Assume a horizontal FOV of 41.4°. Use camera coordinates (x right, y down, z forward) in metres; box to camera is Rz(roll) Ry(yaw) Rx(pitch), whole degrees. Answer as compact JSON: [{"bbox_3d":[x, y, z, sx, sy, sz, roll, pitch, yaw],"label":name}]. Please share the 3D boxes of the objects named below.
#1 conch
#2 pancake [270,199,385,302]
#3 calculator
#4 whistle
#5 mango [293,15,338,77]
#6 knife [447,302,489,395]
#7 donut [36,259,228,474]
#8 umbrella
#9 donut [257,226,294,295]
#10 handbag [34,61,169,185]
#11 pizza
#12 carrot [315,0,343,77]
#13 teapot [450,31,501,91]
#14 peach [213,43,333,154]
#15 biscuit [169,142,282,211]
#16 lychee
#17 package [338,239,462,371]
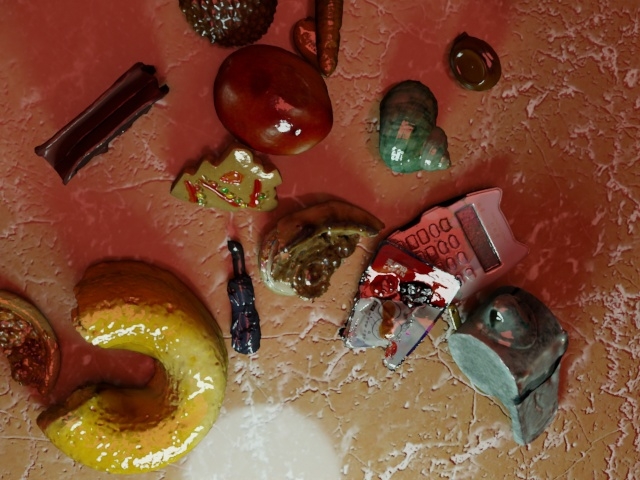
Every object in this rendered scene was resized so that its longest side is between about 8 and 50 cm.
[{"bbox_3d":[0.192,-0.224,1.738,0.176,0.122,0.188,-39,109,-24],"label":"conch"},{"bbox_3d":[0.000,0.000,1.735,0.257,0.056,0.212,-51,129,-13],"label":"pancake"},{"bbox_3d":[0.273,0.027,1.838,0.329,0.048,0.220,-28,105,1],"label":"calculator"},{"bbox_3d":[0.432,0.274,1.814,0.168,0.188,0.405,-41,109,-22],"label":"whistle"},{"bbox_3d":[-0.007,-0.390,1.706,0.077,0.063,0.127,-34,108,-7],"label":"mango"},{"bbox_3d":[0.335,0.247,1.883,0.046,0.022,0.256,-23,111,-5],"label":"knife"},{"bbox_3d":[-0.362,0.274,1.724,0.377,0.163,0.435,10,97,-17],"label":"donut"},{"bbox_3d":[-0.162,0.121,1.783,0.071,0.071,0.248,-3,100,-7],"label":"umbrella"},{"bbox_3d":[-0.083,0.030,1.767,0.108,0.065,0.166,11,102,-34],"label":"donut"},{"bbox_3d":[-0.394,-0.225,1.576,0.260,0.275,0.084,-42,102,0],"label":"handbag"},{"bbox_3d":[-0.606,0.213,1.743,0.127,0.058,0.246,-9,102,-7],"label":"pizza"},{"bbox_3d":[0.014,-0.471,1.654,0.066,0.066,0.314,4,84,-9],"label":"carrot"},{"bbox_3d":[0.322,-0.371,1.753,0.129,0.078,0.098,52,131,0],"label":"teapot"},{"bbox_3d":[-0.093,-0.267,1.628,0.243,0.243,0.199,26,101,-12],"label":"peach"},{"bbox_3d":[-0.192,-0.111,1.696,0.238,0.041,0.212,-9,148,14],"label":"biscuit"},{"bbox_3d":[-0.182,-0.482,1.601,0.200,0.200,0.238,-38,119,1],"label":"lychee"},{"bbox_3d":[0.160,0.148,1.816,0.194,0.071,0.269,24,106,-4],"label":"package"}]
